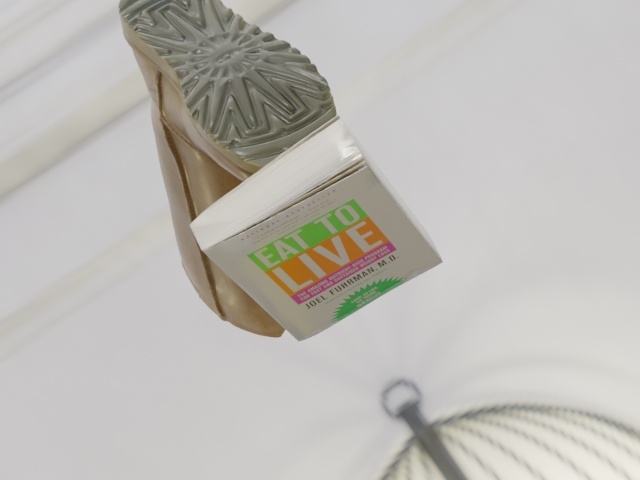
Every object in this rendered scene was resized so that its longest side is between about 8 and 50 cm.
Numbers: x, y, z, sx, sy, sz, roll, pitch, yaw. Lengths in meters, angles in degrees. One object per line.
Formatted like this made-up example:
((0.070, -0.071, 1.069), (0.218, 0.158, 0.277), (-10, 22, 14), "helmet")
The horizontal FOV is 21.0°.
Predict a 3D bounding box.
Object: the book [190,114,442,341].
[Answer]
((0.000, 0.000, 0.924), (0.096, 0.035, 0.144), (-31, -29, 7), "book")

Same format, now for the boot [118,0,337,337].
((-0.048, -0.030, 1.221), (0.089, 0.236, 0.269), (-24, -43, -15), "boot")
